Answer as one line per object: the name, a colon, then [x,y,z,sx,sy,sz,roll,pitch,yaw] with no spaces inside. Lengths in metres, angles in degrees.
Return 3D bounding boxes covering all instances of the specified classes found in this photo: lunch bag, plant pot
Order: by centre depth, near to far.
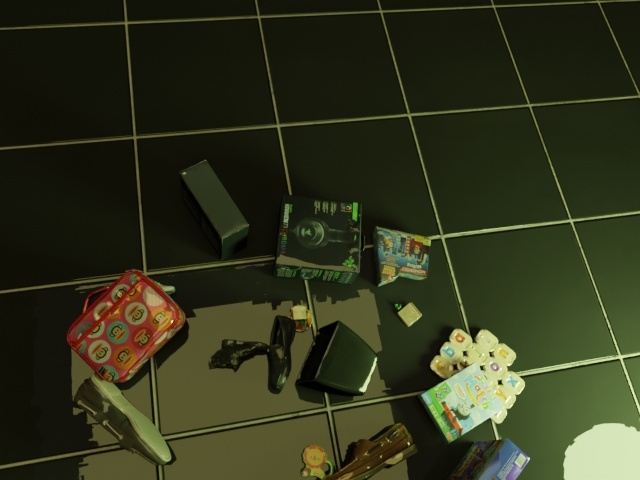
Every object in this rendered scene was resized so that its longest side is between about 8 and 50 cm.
lunch bag: [-0.573,0.237,1.669,0.258,0.120,0.293,42,81,8]
plant pot: [0.058,0.369,1.698,0.167,0.187,0.188,30,66,-8]

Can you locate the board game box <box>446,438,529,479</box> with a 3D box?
board game box: [0.397,0.708,1.573,0.078,0.233,0.347,43,69,9]

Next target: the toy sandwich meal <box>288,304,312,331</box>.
toy sandwich meal: [-0.063,0.243,1.804,0.086,0.029,0.085,3,68,-7]

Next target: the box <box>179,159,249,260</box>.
box: [-0.337,-0.093,1.818,0.103,0.184,0.261,-30,76,-18]

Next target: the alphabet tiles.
alphabet tiles: [0.494,0.426,1.815,0.278,0.021,0.284,39,68,8]

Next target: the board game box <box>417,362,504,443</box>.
board game box: [0.427,0.492,1.746,0.212,0.039,0.160,-25,73,-18]

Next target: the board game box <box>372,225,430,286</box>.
board game box: [0.256,0.068,1.905,0.194,0.060,0.194,13,68,-3]

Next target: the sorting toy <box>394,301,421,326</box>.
sorting toy: [0.281,0.231,1.868,0.062,0.012,0.083,-37,81,-15]

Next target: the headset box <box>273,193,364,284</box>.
headset box: [0.000,0.000,1.857,0.283,0.131,0.246,7,68,-6]

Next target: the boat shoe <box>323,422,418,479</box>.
boat shoe: [0.128,0.625,1.643,0.307,0.110,0.104,-16,64,-26]

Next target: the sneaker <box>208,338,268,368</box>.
sneaker: [-0.246,0.347,1.728,0.170,0.051,0.089,6,68,-1]

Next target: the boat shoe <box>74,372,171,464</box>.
boat shoe: [-0.551,0.513,1.593,0.335,0.112,0.095,42,86,15]

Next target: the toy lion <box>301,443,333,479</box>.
toy lion: [-0.008,0.642,1.654,0.100,0.034,0.096,21,59,1]

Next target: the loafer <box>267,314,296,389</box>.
loafer: [-0.128,0.334,1.725,0.078,0.076,0.223,31,56,-39]

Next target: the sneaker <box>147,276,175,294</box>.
sneaker: [-0.525,0.140,1.768,0.152,0.053,0.061,1,65,-7]
